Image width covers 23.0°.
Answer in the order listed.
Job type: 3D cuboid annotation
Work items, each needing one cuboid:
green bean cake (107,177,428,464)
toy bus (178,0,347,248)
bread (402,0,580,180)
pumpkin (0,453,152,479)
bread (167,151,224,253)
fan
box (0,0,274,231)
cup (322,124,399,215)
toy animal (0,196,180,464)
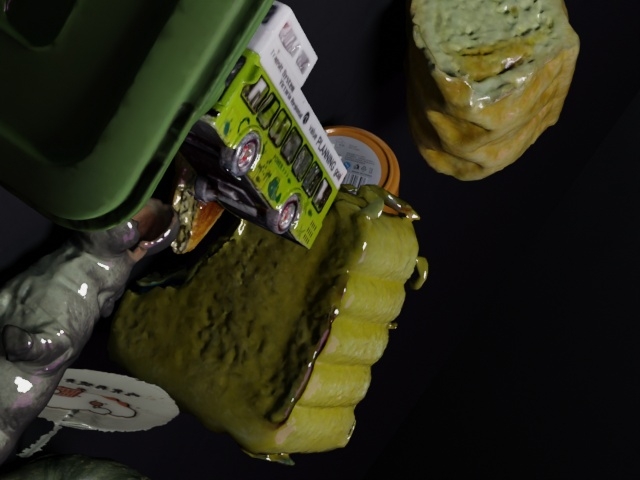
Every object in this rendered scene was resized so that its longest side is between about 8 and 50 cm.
[{"bbox_3d":[-0.047,0.055,1.675,0.202,0.285,0.310,18,100,-55],"label":"green bean cake"},{"bbox_3d":[-0.062,-0.103,1.410,0.139,0.113,0.301,-60,158,-12],"label":"toy bus"},{"bbox_3d":[0.187,-0.210,1.800,0.238,0.196,0.252,-39,161,-19],"label":"bread"},{"bbox_3d":[-0.293,0.389,1.740,0.327,0.292,0.257,-49,155,-39],"label":"pumpkin"},{"bbox_3d":[-0.103,-0.078,1.554,0.136,0.054,0.154,-37,150,-53],"label":"bread"},{"bbox_3d":[-0.267,0.185,1.655,0.329,0.191,0.009,138,-39,-57],"label":"fan"},{"bbox_3d":[-0.118,-0.202,0.866,0.328,0.253,0.178,-55,177,25],"label":"box"},{"bbox_3d":[0.000,0.000,1.869,0.226,0.182,0.264,-29,152,-21],"label":"cup"},{"bbox_3d":[-0.257,0.075,1.416,0.343,0.106,0.168,-49,165,-12],"label":"toy animal"}]
